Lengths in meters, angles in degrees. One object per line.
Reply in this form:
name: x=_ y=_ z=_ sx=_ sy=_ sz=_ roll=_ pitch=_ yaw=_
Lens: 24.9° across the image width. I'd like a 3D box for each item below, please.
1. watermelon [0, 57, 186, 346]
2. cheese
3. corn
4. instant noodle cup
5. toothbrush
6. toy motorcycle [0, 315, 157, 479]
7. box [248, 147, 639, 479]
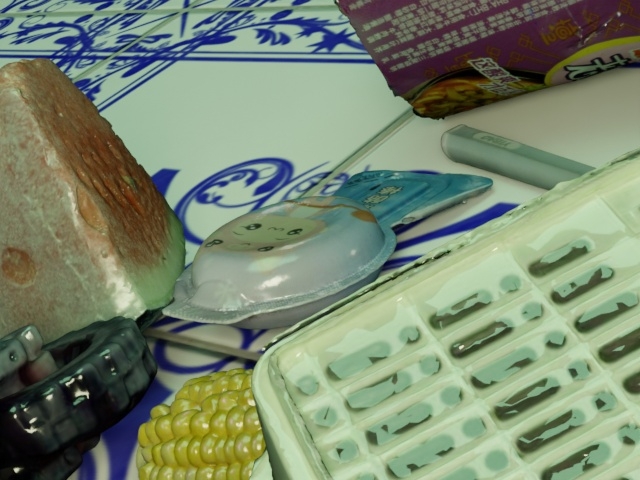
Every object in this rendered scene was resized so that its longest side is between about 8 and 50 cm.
watermelon: x=-0.229 y=-0.013 z=0.956 sx=0.318 sy=0.226 sz=0.148 roll=11 pitch=13 yaw=17
cheese: x=0.000 y=0.000 z=0.927 sx=0.135 sy=0.052 sz=0.245 roll=8 pitch=27 yaw=40
corn: x=0.031 y=0.101 z=0.676 sx=0.288 sy=0.086 sz=0.086 roll=-3 pitch=31 yaw=30
instant noodle cup: x=0.152 y=-0.243 z=1.032 sx=0.266 sy=0.340 sz=0.340 roll=-24 pitch=23 yaw=22
toothbrush: x=0.178 y=-0.033 z=0.890 sx=0.025 sy=0.030 sz=0.342 roll=-27 pitch=24 yaw=-22
toy motorcycle: x=-0.255 y=0.152 z=0.703 sx=0.232 sy=0.172 sz=0.416 roll=-20 pitch=15 yaw=33
box: x=0.133 y=0.086 z=0.480 sx=0.290 sy=0.166 sz=0.220 roll=-25 pitch=52 yaw=-10
